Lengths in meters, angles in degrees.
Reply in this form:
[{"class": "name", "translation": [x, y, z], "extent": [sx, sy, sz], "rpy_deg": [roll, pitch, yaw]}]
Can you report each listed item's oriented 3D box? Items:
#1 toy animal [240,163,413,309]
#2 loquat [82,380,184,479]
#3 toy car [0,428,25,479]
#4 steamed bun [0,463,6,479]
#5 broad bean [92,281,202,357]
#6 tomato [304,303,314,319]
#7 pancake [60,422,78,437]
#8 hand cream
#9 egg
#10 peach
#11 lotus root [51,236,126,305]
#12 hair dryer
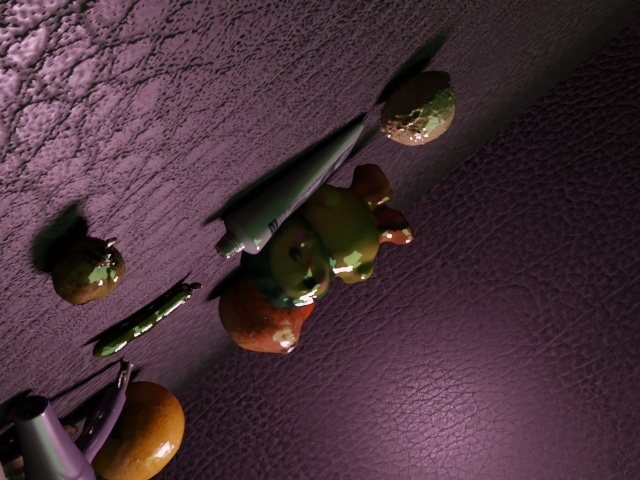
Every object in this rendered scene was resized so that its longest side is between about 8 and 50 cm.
[{"class": "toy animal", "translation": [-0.002, 0.001, 1.247], "extent": [0.338, 0.216, 0.191], "rpy_deg": [-33, -162, -21]}, {"class": "loquat", "translation": [-0.484, 0.500, 1.642], "extent": [0.263, 0.263, 0.263], "rpy_deg": [-38, 173, -6]}, {"class": "toy car", "translation": [-0.638, 0.489, 1.229], "extent": [0.198, 0.204, 0.248], "rpy_deg": [-16, 179, 17]}, {"class": "steamed bun", "translation": [-0.464, 0.279, 0.577], "extent": [0.324, 0.206, 0.324], "rpy_deg": [-36, 172, -6]}, {"class": "broad bean", "translation": [-0.315, 0.142, 1.146], "extent": [0.227, 0.039, 0.069], "rpy_deg": [-37, 179, -21]}, {"class": "tomato", "translation": [-0.122, 0.176, 1.754], "extent": [0.260, 0.180, 0.260], "rpy_deg": [-46, 177, -3]}, {"class": "pancake", "translation": [-0.702, 0.517, 1.458], "extent": [0.294, 0.049, 0.294], "rpy_deg": [-35, 173, -5]}, {"class": "hand cream", "translation": [-0.045, -0.088, 1.047], "extent": [0.340, 0.078, 0.124], "rpy_deg": [-44, 175, -24]}, {"class": "egg", "translation": [0.164, -0.221, 1.055], "extent": [0.140, 0.118, 0.116], "rpy_deg": [-33, 133, 24]}, {"class": "peach", "translation": [-0.130, 0.175, 1.524], "extent": [0.232, 0.232, 0.232], "rpy_deg": [-38, 173, -6]}, {"class": "lotus root", "translation": [-0.254, 0.032, 0.686], "extent": [0.072, 0.063, 0.152], "rpy_deg": [1, 155, -36]}, {"class": "hair dryer", "translation": [-0.469, 0.353, 1.252], "extent": [0.361, 0.121, 0.301], "rpy_deg": [-73, 162, -59]}]
